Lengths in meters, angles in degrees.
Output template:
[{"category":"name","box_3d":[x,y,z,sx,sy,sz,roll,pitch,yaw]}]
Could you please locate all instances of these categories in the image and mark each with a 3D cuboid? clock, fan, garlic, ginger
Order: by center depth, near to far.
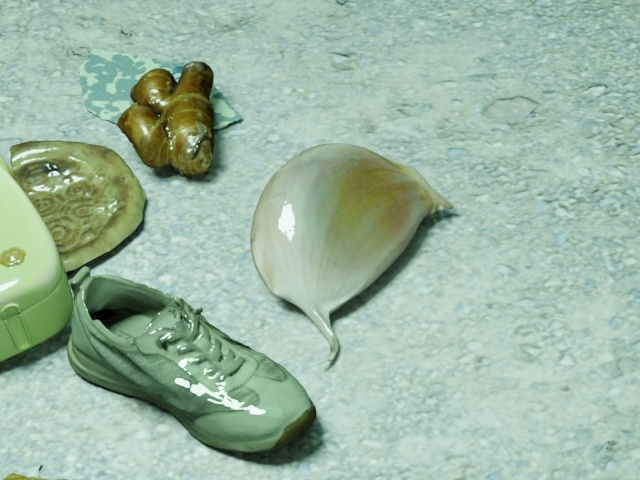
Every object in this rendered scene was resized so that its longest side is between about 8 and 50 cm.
[{"category":"clock","box_3d":[-0.388,0.006,1.889,0.235,0.096,0.308,-24,47,-9]},{"category":"garlic","box_3d":[-0.004,0.003,1.892,0.148,0.128,0.266,6,49,34]},{"category":"ginger","box_3d":[-0.163,-0.128,2.077,0.103,0.073,0.162,4,43,-4]},{"category":"fan","box_3d":[-0.190,-0.164,2.178,0.240,0.009,0.131,28,49,34]}]

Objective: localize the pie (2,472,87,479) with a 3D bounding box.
[{"category":"pie","box_3d":[-0.153,0.253,1.593,0.282,0.068,0.128,7,29,24]}]

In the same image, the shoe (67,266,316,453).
[{"category":"shoe","box_3d":[-0.122,0.106,1.760,0.274,0.098,0.103,20,49,27]}]

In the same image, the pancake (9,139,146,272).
[{"category":"pancake","box_3d":[-0.290,-0.028,2.004,0.212,0.029,0.235,21,47,28]}]
